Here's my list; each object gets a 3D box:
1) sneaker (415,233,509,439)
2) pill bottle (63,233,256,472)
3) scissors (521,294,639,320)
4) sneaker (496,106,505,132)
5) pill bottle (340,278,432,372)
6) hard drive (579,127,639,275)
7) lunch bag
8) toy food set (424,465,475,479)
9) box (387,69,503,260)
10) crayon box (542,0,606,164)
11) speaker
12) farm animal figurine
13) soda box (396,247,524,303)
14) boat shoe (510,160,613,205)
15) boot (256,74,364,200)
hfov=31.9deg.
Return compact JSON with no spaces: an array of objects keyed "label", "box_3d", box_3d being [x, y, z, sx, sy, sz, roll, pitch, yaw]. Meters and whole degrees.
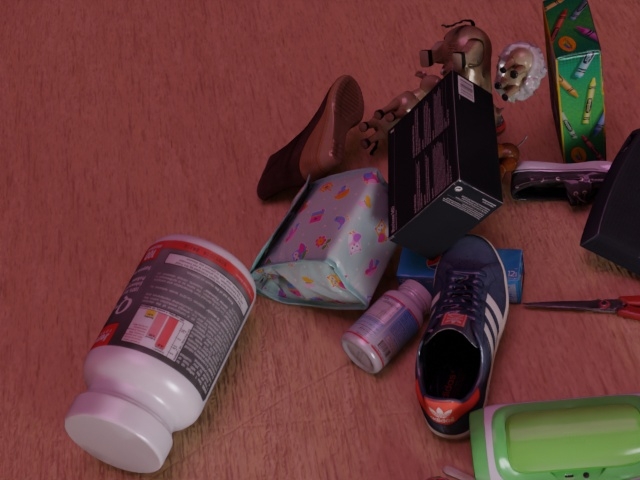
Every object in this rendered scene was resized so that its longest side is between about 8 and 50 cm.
[{"label":"sneaker","box_3d":[0.222,0.129,1.769,0.131,0.148,0.350,-2,62,18]},{"label":"pill bottle","box_3d":[-0.264,0.185,1.857,0.210,0.210,0.363,8,52,22]},{"label":"scissors","box_3d":[0.492,0.102,1.856,0.297,0.021,0.109,12,56,25]},{"label":"sneaker","box_3d":[0.293,-0.264,2.201,0.158,0.065,0.061,21,57,29]},{"label":"pill bottle","box_3d":[0.115,0.141,1.876,0.087,0.087,0.160,31,62,35]},{"label":"hard drive","box_3d":[0.562,-0.066,1.904,0.172,0.054,0.254,27,67,7]},{"label":"lunch bag","box_3d":[0.000,0.000,1.983,0.262,0.160,0.223,-3,47,46]},{"label":"toy food set","box_3d":[0.165,0.408,1.635,0.128,0.071,0.218,30,62,34]},{"label":"box","box_3d":[0.204,-0.127,1.881,0.184,0.103,0.261,-40,34,39]},{"label":"crayon box","box_3d":[0.461,-0.283,2.027,0.081,0.278,0.165,-9,48,9]},{"label":"speaker","box_3d":[0.372,0.295,1.643,0.297,0.131,0.131,-6,48,10]},{"label":"farm animal figurine","box_3d":[0.252,-0.258,2.080,0.330,0.326,0.172,26,37,26]},{"label":"soda box","box_3d":[0.242,0.058,1.928,0.210,0.067,0.071,2,50,16]},{"label":"boat shoe","box_3d":[0.450,-0.096,2.005,0.228,0.080,0.076,6,62,20]},{"label":"boot","box_3d":[-0.026,-0.202,2.176,0.207,0.090,0.248,-21,40,39]}]
